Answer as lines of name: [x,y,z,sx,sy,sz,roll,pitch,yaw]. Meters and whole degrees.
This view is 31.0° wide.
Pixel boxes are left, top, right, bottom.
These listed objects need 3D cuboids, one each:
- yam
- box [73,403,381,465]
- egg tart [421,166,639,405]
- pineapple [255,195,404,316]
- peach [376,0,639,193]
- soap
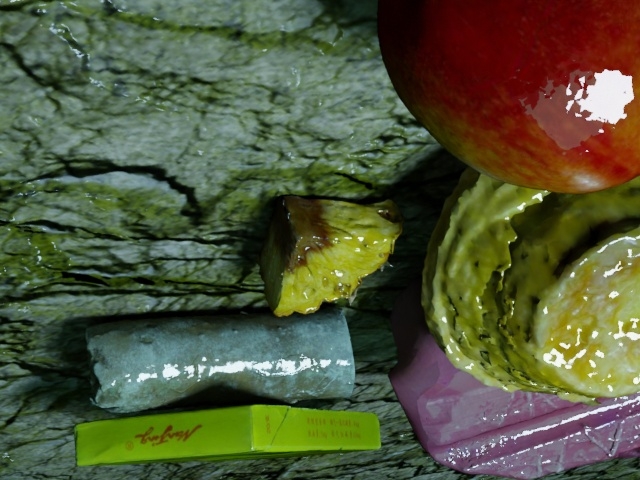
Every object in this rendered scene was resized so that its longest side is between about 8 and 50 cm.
yam: [-0.093,0.112,1.080,0.259,0.093,0.093,-2,150,-20]
box: [-0.080,0.200,1.177,0.187,0.047,0.335,-8,168,21]
egg tart: [0.227,0.031,0.927,0.294,0.123,0.294,-5,118,-9]
pineapple: [0.000,0.000,0.955,0.137,0.069,0.116,-30,143,11]
peach: [0.122,-0.122,0.654,0.197,0.197,0.197,-10,152,-6]
soap: [0.226,0.117,1.116,0.324,0.127,0.220,-15,120,-2]
